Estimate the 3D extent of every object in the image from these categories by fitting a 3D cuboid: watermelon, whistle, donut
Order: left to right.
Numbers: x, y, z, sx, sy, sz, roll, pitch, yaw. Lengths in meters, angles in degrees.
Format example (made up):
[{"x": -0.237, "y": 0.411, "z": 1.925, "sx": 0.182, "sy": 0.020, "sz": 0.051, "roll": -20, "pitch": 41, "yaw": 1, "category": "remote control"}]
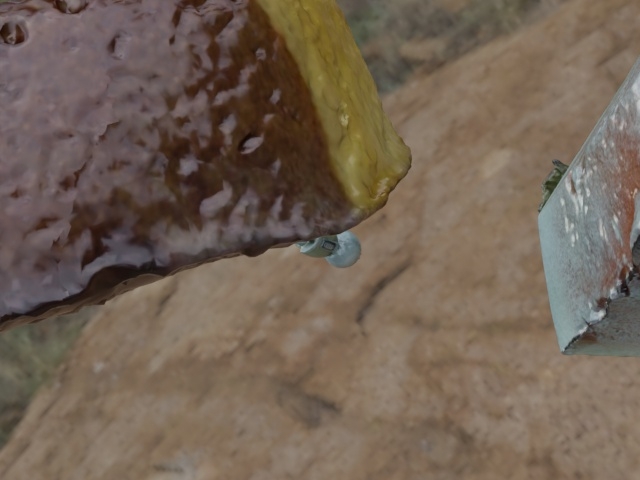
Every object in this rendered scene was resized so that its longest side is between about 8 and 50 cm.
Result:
[{"x": -0.070, "y": -0.042, "z": 0.495, "sx": 0.151, "sy": 0.112, "sz": 0.295, "roll": -5, "pitch": 20, "yaw": 41, "category": "donut"}, {"x": 0.000, "y": 0.000, "z": 1.261, "sx": 0.035, "sy": 0.100, "sz": 0.035, "roll": -22, "pitch": 59, "yaw": 41, "category": "whistle"}, {"x": 0.258, "y": -0.058, "z": 0.850, "sx": 0.320, "sy": 0.214, "sz": 0.289, "roll": 4, "pitch": 97, "yaw": 36, "category": "watermelon"}]

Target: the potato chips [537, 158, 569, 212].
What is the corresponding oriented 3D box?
[{"x": 0.313, "y": -0.020, "z": 1.532, "sx": 0.028, "sy": 0.208, "sz": 0.091, "roll": 28, "pitch": 97, "yaw": 62, "category": "potato chips"}]
